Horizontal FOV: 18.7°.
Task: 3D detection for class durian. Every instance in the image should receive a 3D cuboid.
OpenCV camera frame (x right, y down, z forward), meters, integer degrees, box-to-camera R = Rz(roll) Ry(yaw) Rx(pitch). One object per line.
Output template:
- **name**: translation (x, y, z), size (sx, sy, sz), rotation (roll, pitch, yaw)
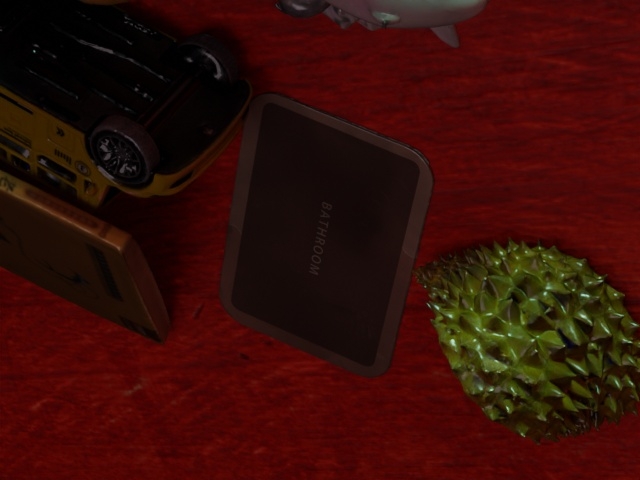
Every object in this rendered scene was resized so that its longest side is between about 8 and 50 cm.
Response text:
- **durian**: translation (0.175, 0.083, 1.591), size (0.132, 0.165, 0.182), rotation (170, 83, -80)

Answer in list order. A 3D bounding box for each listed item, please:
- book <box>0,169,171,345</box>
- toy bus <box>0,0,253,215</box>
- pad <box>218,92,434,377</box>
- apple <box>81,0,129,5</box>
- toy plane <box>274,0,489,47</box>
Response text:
- **book**: translation (-0.318, -0.035, 1.744), size (0.389, 0.032, 0.269), rotation (26, 164, 13)
- **toy bus**: translation (-0.225, -0.134, 1.625), size (0.331, 0.145, 0.151), rotation (30, 141, 12)
- **pad**: translation (0.000, 0.000, 1.686), size (0.176, 0.002, 0.266), rotation (23, 131, 14)
- **apple**: translation (-0.169, -0.259, 1.501), size (0.146, 0.146, 0.146), rotation (16, 129, 20)
- **toy plane**: translation (0.020, -0.231, 1.414), size (0.252, 0.118, 0.252), rotation (36, 161, 15)
